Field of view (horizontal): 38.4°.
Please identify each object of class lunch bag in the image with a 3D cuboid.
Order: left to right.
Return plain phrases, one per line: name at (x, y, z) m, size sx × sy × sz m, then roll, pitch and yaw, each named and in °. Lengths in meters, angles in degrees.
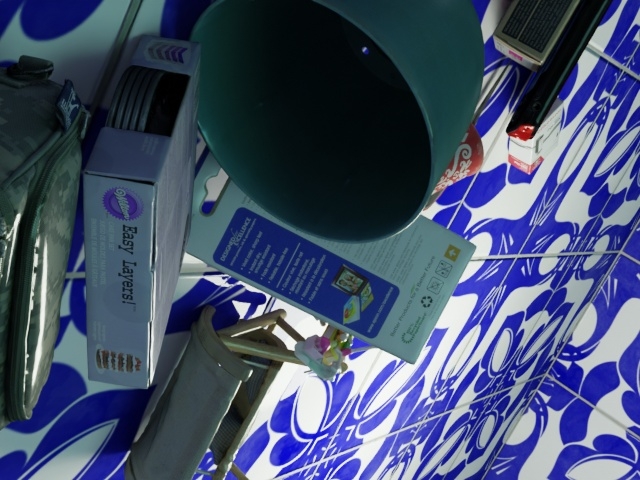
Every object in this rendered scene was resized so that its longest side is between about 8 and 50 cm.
lunch bag at (-0.310, 0.019, 0.731) m, size 0.256 × 0.212 × 0.305 m, roll -45°, pitch 157°, yaw -55°

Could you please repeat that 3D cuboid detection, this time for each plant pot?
plant pot at (0.042, -0.181, 0.989) m, size 0.235 × 0.293 × 0.293 m, roll -48°, pitch 155°, yaw -39°

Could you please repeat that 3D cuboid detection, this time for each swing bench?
swing bench at (-0.135, 0.237, 1.296) m, size 0.254 × 0.165 × 0.253 m, roll 10°, pitch 113°, yaw -55°

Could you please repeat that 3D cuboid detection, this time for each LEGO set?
LEGO set at (0.053, 0.069, 1.292) m, size 0.132 × 0.107 × 0.287 m, roll 47°, pitch 41°, yaw -39°

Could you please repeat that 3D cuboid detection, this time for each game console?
game console at (0.423, -0.345, 1.529) m, size 0.386 × 0.060 × 0.342 m, roll -62°, pitch 171°, yaw 8°

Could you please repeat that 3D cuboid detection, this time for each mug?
mug at (0.146, -0.134, 1.422) m, size 0.169 × 0.150 × 0.113 m, roll -31°, pitch -179°, yaw -31°

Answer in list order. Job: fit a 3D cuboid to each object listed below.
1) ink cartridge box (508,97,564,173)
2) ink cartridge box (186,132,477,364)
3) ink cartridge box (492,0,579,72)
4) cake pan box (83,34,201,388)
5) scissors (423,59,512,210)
ink cartridge box at (0.420, -0.211, 1.795) m, size 0.099 × 0.056 × 0.135 m, roll -44°, pitch 152°, yaw -19°
ink cartridge box at (0.000, 0.000, 1.142) m, size 0.371 × 0.069 × 0.176 m, roll 27°, pitch 91°, yaw -19°
ink cartridge box at (0.345, -0.365, 1.392) m, size 0.193 × 0.088 × 0.234 m, roll -60°, pitch 174°, yaw 12°
cake pan box at (-0.168, -0.034, 0.890) m, size 0.246 × 0.070 × 0.267 m, roll -88°, pitch -173°, yaw -49°
scissors at (0.251, -0.181, 1.604) m, size 0.297 × 0.021 × 0.109 m, roll -53°, pitch 151°, yaw -6°
